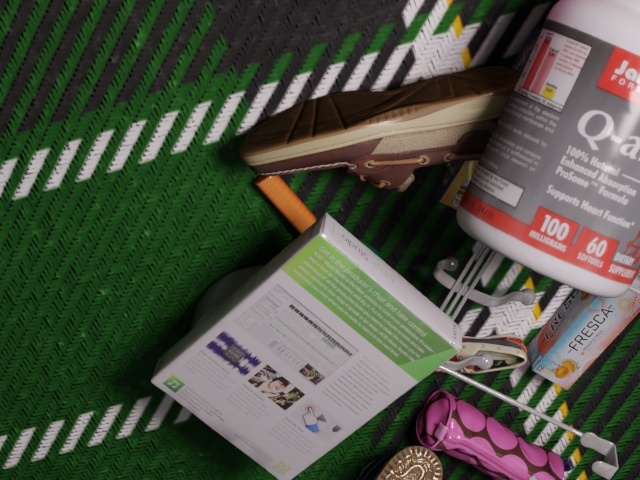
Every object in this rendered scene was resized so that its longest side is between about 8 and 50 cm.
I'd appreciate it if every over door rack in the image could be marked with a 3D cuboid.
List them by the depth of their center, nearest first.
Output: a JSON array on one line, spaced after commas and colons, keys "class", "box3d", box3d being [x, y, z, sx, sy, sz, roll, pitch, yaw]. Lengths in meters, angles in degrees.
[{"class": "over door rack", "box3d": [0.284, 0.109, 1.813, 0.324, 0.108, 0.239, 31, 118, 5]}]

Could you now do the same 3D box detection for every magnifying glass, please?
[{"class": "magnifying glass", "box3d": [0.000, 0.000, 1.853, 0.092, 0.026, 0.231, -33, 114, 17]}]

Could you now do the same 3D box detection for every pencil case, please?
[{"class": "pencil case", "box3d": [0.230, 0.283, 1.979, 0.209, 0.098, 0.095, 29, 115, -16]}]

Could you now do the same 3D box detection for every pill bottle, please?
[{"class": "pill bottle", "box3d": [0.311, -0.139, 1.595, 0.210, 0.210, 0.363, 22, 99, -13]}]

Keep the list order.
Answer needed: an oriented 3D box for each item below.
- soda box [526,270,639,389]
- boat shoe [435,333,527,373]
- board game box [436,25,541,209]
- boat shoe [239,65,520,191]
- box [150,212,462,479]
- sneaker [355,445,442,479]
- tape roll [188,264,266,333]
[{"class": "soda box", "box3d": [0.347, 0.104, 1.902, 0.063, 0.058, 0.183, 31, 114, -17]}, {"class": "boat shoe", "box3d": [0.203, 0.154, 1.936, 0.137, 0.043, 0.049, -7, 122, 4]}, {"class": "board game box", "box3d": [0.271, -0.118, 1.782, 0.165, 0.042, 0.243, 24, 116, -15]}, {"class": "boat shoe", "box3d": [0.078, -0.109, 1.730, 0.342, 0.123, 0.123, -12, 116, 8]}, {"class": "box", "box3d": [-0.019, 0.140, 1.807, 0.232, 0.058, 0.322, 41, 120, -17]}, {"class": "sneaker", "box3d": [0.047, 0.389, 1.969, 0.099, 0.153, 0.282, 45, 81, 1]}, {"class": "tape roll", "box3d": [-0.063, 0.141, 1.891, 0.219, 0.072, 0.219, 3, 122, 5]}]
